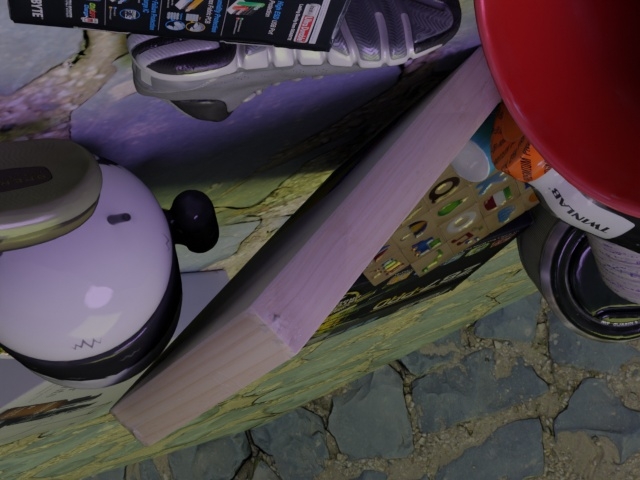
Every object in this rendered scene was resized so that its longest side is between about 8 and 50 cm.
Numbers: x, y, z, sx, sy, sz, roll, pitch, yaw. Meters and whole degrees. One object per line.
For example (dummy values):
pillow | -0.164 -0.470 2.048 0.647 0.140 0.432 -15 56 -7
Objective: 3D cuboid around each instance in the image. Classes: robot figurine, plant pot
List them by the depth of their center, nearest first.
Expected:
plant pot | 0.276 -0.180 0.703 0.243 0.275 0.275 -27 172 -34
robot figurine | -0.204 0.029 0.900 0.209 0.173 0.278 -62 177 -16

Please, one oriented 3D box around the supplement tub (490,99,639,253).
supplement tub | 0.346 -0.079 1.001 0.337 0.207 0.207 20 155 -10

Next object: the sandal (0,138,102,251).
sandal | -0.287 -0.036 0.678 0.302 0.120 0.086 -17 138 -30

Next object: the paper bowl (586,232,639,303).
paper bowl | 0.451 -0.056 1.261 0.284 0.148 0.284 -20 -157 9

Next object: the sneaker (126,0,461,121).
sneaker | -0.025 -0.137 0.744 0.228 0.086 0.132 -8 168 -16

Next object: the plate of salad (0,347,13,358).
plate of salad | -0.299 0.079 1.098 0.199 0.048 0.200 -10 146 -7

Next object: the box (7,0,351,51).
box | -0.058 -0.165 0.484 0.175 0.051 0.220 3 161 -10

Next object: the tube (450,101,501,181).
tube | 0.211 -0.137 1.119 0.207 0.052 0.080 -41 -176 -32

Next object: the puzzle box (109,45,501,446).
puzzle box | 0.000 0.000 0.973 0.409 0.052 0.272 -48 -173 -40

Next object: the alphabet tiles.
alphabet tiles | 0.188 -0.061 1.333 0.342 0.011 0.285 -32 153 5

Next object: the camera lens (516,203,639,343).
camera lens | 0.410 0.011 1.560 0.219 0.219 0.274 -24 -166 6

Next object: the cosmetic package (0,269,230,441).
cosmetic package | -0.325 0.162 1.399 0.377 0.098 0.284 -31 167 31

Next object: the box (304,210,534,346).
box | 0.080 0.048 1.604 0.394 0.097 0.318 -19 167 -23
